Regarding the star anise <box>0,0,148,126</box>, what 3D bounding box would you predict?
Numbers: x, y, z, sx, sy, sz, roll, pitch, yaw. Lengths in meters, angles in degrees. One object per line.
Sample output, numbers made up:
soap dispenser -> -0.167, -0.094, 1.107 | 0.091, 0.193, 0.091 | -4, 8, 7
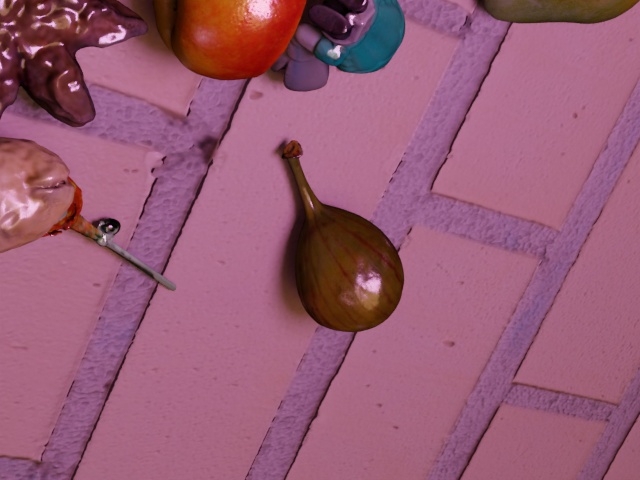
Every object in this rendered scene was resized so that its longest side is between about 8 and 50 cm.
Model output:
star anise -> -0.331, -0.240, 1.233 | 0.315, 0.108, 0.315 | -15, 121, -25

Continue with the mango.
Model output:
mango -> 0.325, -0.355, 1.562 | 0.251, 0.114, 0.156 | -10, 131, -12

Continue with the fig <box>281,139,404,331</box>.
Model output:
fig -> 0.000, 0.000, 1.563 | 0.151, 0.151, 0.259 | -40, 105, -5

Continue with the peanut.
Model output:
peanut -> -0.404, -0.036, 1.268 | 0.290, 0.130, 0.130 | -9, 122, -1

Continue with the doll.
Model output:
doll -> 0.029, -0.274, 1.385 | 0.195, 0.153, 0.258 | -50, 174, -19

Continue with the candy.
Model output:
candy -> -0.260, -0.001, 1.437 | 0.078, 0.084, 0.287 | -52, 136, -1

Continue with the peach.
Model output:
peach -> -0.084, -0.271, 1.316 | 0.192, 0.190, 0.190 | -17, 123, -21
